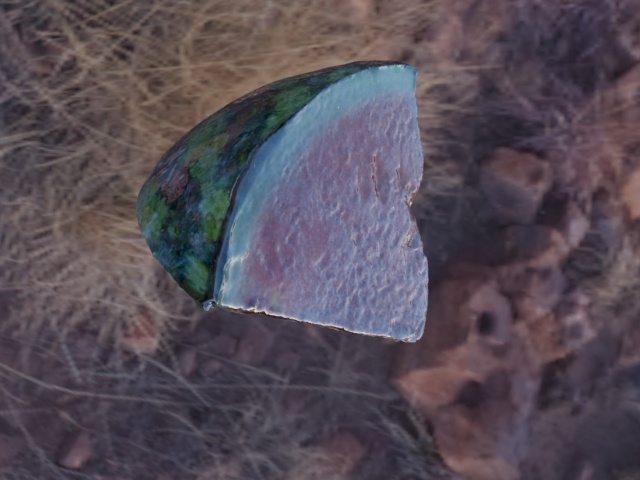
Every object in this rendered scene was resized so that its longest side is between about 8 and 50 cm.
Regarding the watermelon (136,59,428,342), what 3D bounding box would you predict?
[{"bbox_3d":[-0.005,-0.019,0.866,0.202,0.136,0.207,23,37,-6],"label":"watermelon"}]
